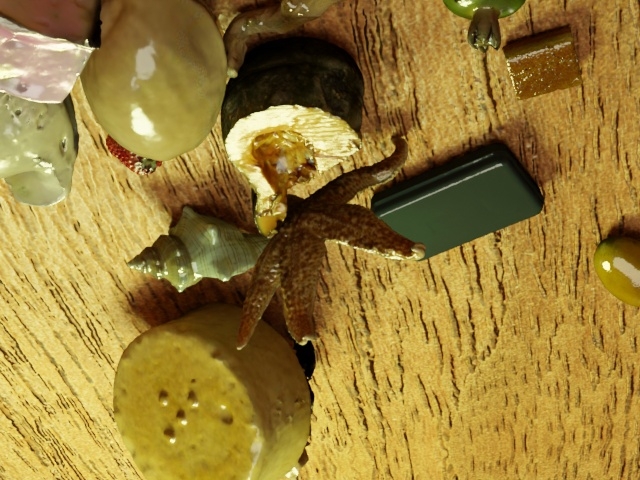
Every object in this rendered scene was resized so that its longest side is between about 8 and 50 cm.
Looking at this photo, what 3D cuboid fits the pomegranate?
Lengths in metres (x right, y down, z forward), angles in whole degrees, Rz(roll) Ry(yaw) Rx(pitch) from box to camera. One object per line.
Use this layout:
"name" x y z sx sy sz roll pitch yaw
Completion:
"pomegranate" 0.200 -0.297 1.589 0.115 0.142 0.114 0 166 0

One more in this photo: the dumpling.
"dumpling" -0.442 -0.184 1.676 0.243 0.187 0.318 16 153 45

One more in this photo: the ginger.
"ginger" -0.023 -0.298 1.615 0.288 0.075 0.089 -32 157 24

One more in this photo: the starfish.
"starfish" -0.007 -0.007 1.847 0.375 0.327 0.094 -44 124 -3

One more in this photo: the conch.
"conch" -0.171 0.009 1.959 0.234 0.137 0.114 -14 117 -3

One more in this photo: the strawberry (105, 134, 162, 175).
"strawberry" -0.256 -0.131 1.818 0.083 0.073 0.073 22 151 25

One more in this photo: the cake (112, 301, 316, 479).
"cake" -0.133 0.253 2.192 0.332 0.332 0.321 -37 170 34

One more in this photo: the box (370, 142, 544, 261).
"box" 0.204 -0.056 1.975 0.230 0.050 0.160 -23 140 22

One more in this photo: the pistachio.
"pistachio" -0.207 -0.213 1.627 0.182 0.162 0.293 -10 143 -6

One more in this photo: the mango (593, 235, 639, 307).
"mango" 0.507 0.049 2.124 0.163 0.089 0.111 19 126 -14

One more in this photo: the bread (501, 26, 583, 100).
"bread" 0.299 -0.237 1.764 0.094 0.035 0.090 -15 141 13

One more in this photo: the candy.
"candy" -0.320 -0.293 1.427 0.156 0.265 0.116 16 142 -26

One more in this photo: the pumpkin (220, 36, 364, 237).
"pumpkin" -0.024 -0.141 1.765 0.190 0.139 0.280 -8 144 7
